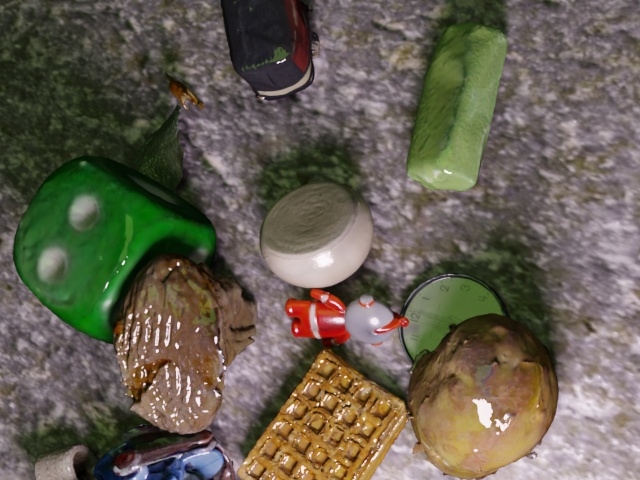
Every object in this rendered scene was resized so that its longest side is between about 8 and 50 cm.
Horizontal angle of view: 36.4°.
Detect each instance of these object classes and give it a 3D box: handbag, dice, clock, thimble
[{"bbox_3d":[-0.103,-0.437,2.056,0.181,0.181,0.254,-17,73,12],"label":"handbag"},{"bbox_3d":[-0.413,0.018,1.962,0.287,0.297,0.300,36,97,24],"label":"dice"},{"bbox_3d":[0.253,0.166,1.855,0.215,0.042,0.215,-5,75,17],"label":"clock"},{"bbox_3d":[-0.516,0.471,1.985,0.090,0.115,0.102,-16,74,15],"label":"thimble"}]

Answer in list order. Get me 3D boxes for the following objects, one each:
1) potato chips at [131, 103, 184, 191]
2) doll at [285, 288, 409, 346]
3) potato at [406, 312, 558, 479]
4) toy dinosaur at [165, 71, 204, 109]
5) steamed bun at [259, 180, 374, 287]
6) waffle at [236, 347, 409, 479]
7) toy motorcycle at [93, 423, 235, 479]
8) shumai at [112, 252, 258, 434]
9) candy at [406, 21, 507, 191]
[{"bbox_3d":[-0.347,-0.177,2.124,0.167,0.059,0.228,-12,72,35],"label":"potato chips"},{"bbox_3d":[0.053,0.152,1.882,0.245,0.142,0.076,-2,37,19],"label":"doll"},{"bbox_3d":[0.285,0.276,1.673,0.301,0.237,0.289,-17,84,2],"label":"potato"},{"bbox_3d":[-0.319,-0.341,2.132,0.039,0.126,0.162,-43,69,-1],"label":"toy dinosaur"},{"bbox_3d":[0.000,0.000,1.920,0.232,0.145,0.232,-15,44,15],"label":"steamed bun"},{"bbox_3d":[0.008,0.384,1.851,0.213,0.091,0.308,34,88,23],"label":"waffle"},{"bbox_3d":[-0.320,0.468,1.889,0.319,0.241,0.182,-11,98,22],"label":"toy motorcycle"},{"bbox_3d":[-0.255,0.175,1.887,0.217,0.283,0.346,-7,103,11],"label":"shumai"},{"bbox_3d":[0.270,-0.263,1.925,0.142,0.132,0.343,-6,66,61],"label":"candy"}]
